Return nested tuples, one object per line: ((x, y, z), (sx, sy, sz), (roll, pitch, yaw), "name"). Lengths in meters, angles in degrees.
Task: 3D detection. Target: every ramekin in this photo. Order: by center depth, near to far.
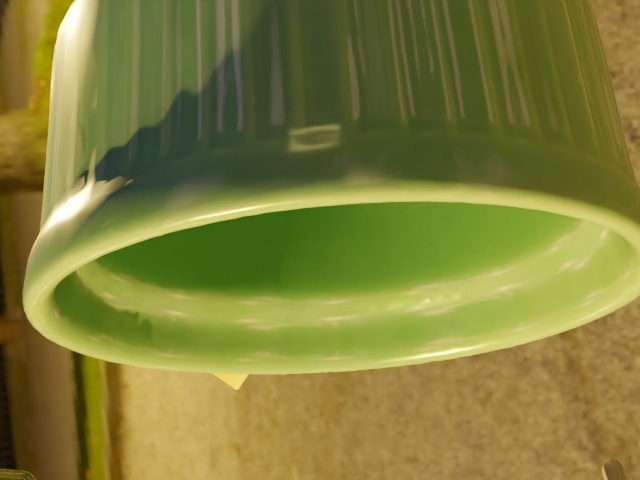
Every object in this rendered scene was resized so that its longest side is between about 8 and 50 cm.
((0.006, -0.039, 0.698), (0.303, 0.303, 0.148), (125, 143, -67), "ramekin")

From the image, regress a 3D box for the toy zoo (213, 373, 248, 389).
((0.000, 0.000, 1.124), (0.192, 0.030, 0.293), (-56, -2, 31), "toy zoo")

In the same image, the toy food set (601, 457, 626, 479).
((0.299, 0.209, 0.994), (0.128, 0.218, 0.071), (-109, 20, -50), "toy food set")

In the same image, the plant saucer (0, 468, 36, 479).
((-0.271, 0.233, 1.137), (0.188, 0.188, 0.045), (33, 104, 45), "plant saucer")
